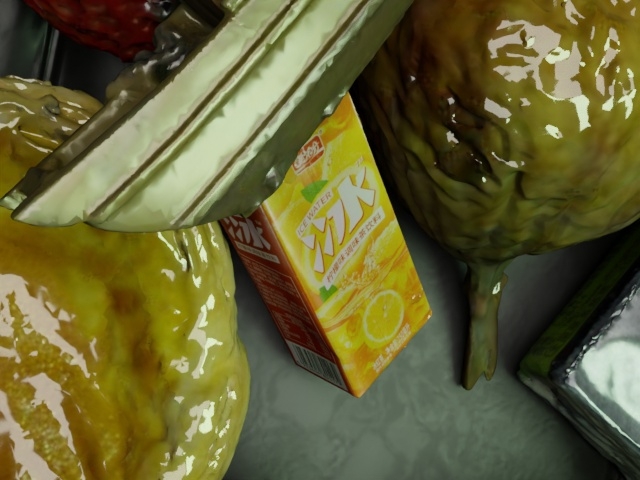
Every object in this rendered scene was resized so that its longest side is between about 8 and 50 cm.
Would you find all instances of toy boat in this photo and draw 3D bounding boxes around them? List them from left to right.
[{"bbox_3d":[-0.015,-0.179,0.600,0.162,0.136,0.445,39,81,-24],"label":"toy boat"}]

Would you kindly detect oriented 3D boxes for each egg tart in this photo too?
[{"bbox_3d":[-0.239,0.073,0.733,0.388,0.169,0.388,0,89,-13],"label":"egg tart"}]

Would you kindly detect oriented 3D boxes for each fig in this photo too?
[{"bbox_3d":[0.130,-0.050,0.787,0.286,0.286,0.369,6,108,-10],"label":"fig"}]

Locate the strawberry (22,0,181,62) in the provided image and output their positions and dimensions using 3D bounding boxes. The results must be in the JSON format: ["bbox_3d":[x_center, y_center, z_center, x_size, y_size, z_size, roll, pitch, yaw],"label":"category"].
[{"bbox_3d":[-0.140,-0.263,0.755,0.288,0.250,0.238,34,112,25],"label":"strawberry"}]

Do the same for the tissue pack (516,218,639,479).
[{"bbox_3d":[0.384,0.049,0.866,0.288,0.124,0.394,43,80,-5],"label":"tissue pack"}]

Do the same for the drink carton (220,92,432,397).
[{"bbox_3d":[0.000,0.000,0.755,0.096,0.071,0.223,-46,136,-22],"label":"drink carton"}]
